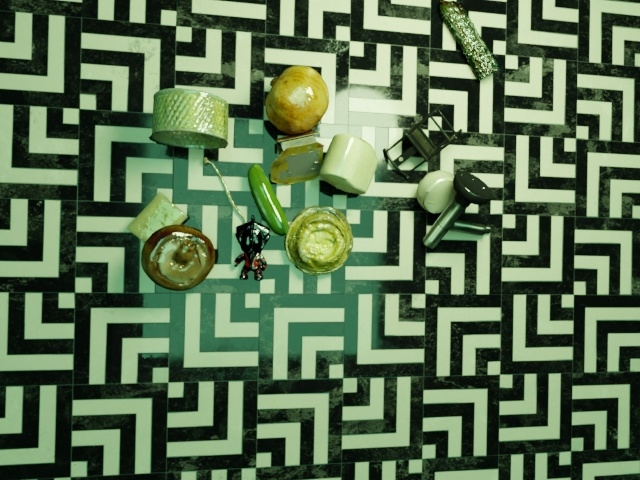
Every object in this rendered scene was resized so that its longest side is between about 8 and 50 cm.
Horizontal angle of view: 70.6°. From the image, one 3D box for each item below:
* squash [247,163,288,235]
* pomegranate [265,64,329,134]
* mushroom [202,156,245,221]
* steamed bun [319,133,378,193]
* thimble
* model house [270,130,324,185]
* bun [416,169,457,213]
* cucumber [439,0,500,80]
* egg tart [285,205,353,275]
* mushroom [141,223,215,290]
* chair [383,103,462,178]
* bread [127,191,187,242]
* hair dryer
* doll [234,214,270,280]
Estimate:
[{"bbox_3d":[-0.199,-0.147,1.699,0.082,0.082,0.293,-25,86,-8],"label":"squash"},{"bbox_3d":[-0.090,-0.514,1.653,0.248,0.248,0.249,0,90,-8],"label":"pomegranate"},{"bbox_3d":[-0.359,-0.194,1.711,0.028,0.026,0.286,-32,96,9],"label":"mushroom"},{"bbox_3d":[0.100,-0.286,1.686,0.154,0.250,0.200,17,86,30],"label":"steamed bun"},{"bbox_3d":[-0.454,-0.415,1.575,0.270,0.271,0.150,1,88,-8],"label":"thimble"},{"bbox_3d":[-0.101,-0.330,1.707,0.219,0.207,0.136,-14,59,-5],"label":"model house"},{"bbox_3d":[0.455,-0.201,1.775,0.172,0.120,0.173,-10,130,-12],"label":"bun"},{"bbox_3d":[0.592,-0.821,1.819,0.096,0.096,0.360,-31,93,-7],"label":"cucumber"},{"bbox_3d":[0.000,0.000,1.726,0.278,0.095,0.279,0,89,-10],"label":"egg tart"},{"bbox_3d":[-0.504,0.062,1.611,0.253,0.153,0.253,-6,107,-21],"label":"mushroom"},{"bbox_3d":[0.401,-0.386,1.772,0.260,0.141,0.155,-36,96,38],"label":"chair"},{"bbox_3d":[-0.596,-0.068,1.654,0.139,0.060,0.178,43,84,-6],"label":"bread"},{"bbox_3d":[0.569,-0.115,1.765,0.283,0.320,0.156,-14,54,-32],"label":"hair dryer"},{"bbox_3d":[-0.259,0.027,1.697,0.126,0.088,0.249,-6,100,-29],"label":"doll"}]
